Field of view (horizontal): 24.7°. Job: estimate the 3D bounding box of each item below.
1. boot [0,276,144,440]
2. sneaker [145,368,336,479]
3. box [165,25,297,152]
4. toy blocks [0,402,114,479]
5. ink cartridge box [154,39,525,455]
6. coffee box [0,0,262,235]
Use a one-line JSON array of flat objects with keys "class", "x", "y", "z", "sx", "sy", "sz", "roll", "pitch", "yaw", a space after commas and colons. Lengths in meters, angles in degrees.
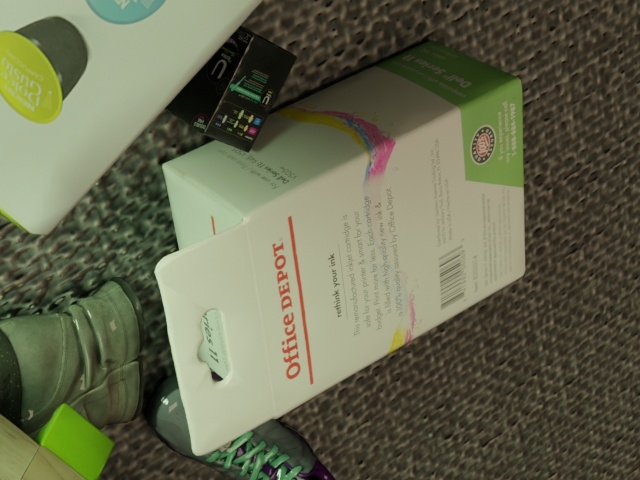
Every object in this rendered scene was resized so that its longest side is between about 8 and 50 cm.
[{"class": "boot", "x": -0.206, "y": 0.156, "z": 1.140, "sx": 0.161, "sy": 0.083, "sz": 0.246, "roll": -14, "pitch": 124, "yaw": -41}, {"class": "sneaker", "x": -0.053, "y": 0.181, "z": 1.266, "sx": 0.223, "sy": 0.098, "sz": 0.083, "roll": 35, "pitch": 90, "yaw": -46}, {"class": "box", "x": -0.069, "y": -0.120, "z": 1.103, "sx": 0.052, "sy": 0.062, "sz": 0.083, "roll": 19, "pitch": 101, "yaw": -46}, {"class": "toy blocks", "x": -0.283, "y": 0.235, "z": 1.010, "sx": 0.381, "sy": 0.191, "sz": 0.261, "roll": 41, "pitch": 121, "yaw": -13}, {"class": "ink cartridge box", "x": 0.000, "y": 0.000, "z": 1.190, "sx": 0.353, "sy": 0.119, "sz": 0.207, "roll": -27, "pitch": 130, "yaw": -27}, {"class": "coffee box", "x": -0.200, "y": -0.270, "z": 0.709, "sx": 0.334, "sy": 0.338, "sz": 0.337, "roll": -48, "pitch": 135, "yaw": -7}]
